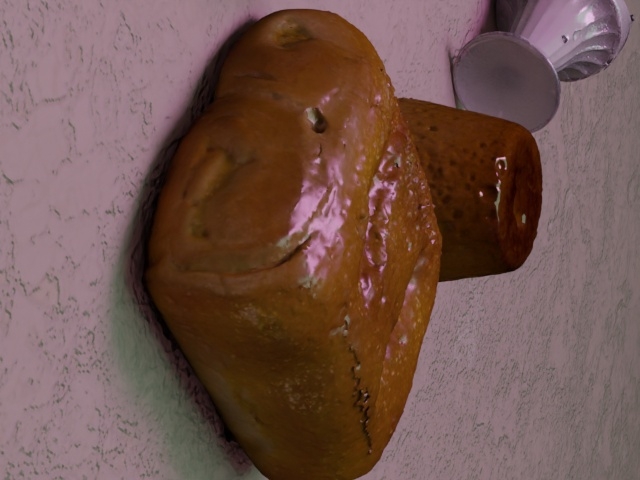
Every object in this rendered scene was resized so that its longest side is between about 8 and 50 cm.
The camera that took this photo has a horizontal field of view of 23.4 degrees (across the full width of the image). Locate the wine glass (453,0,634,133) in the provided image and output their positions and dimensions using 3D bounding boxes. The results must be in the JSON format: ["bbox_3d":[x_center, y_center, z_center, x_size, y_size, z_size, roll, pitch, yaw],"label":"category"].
[{"bbox_3d":[0.250,-0.219,1.766,0.196,0.165,0.164,-52,139,-45],"label":"wine glass"}]

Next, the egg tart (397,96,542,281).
[{"bbox_3d":[0.131,-0.041,1.538,0.202,0.147,0.202,-23,116,-61],"label":"egg tart"}]

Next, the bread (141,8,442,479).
[{"bbox_3d":[0.008,0.001,1.269,0.337,0.148,0.328,69,34,-44],"label":"bread"}]
